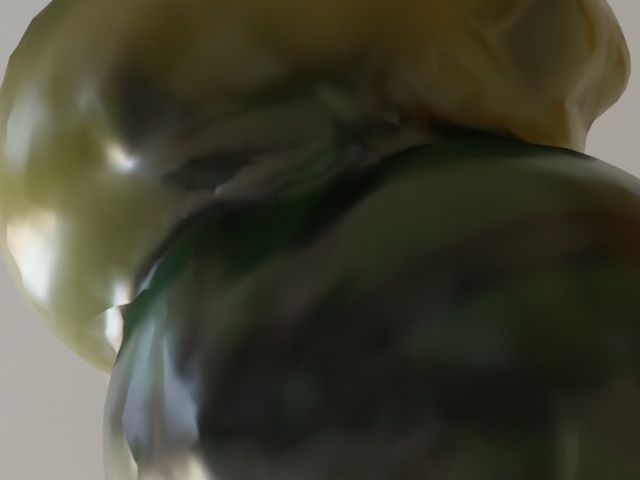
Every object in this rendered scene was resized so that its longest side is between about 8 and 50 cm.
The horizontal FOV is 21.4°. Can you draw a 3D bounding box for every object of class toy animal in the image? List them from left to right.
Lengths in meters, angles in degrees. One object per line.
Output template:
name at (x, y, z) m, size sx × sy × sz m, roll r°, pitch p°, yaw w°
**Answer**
toy animal at (-0.002, 0.000, 0.518) m, size 0.191 × 0.338 × 0.216 m, roll 23°, pitch 122°, yaw -40°
